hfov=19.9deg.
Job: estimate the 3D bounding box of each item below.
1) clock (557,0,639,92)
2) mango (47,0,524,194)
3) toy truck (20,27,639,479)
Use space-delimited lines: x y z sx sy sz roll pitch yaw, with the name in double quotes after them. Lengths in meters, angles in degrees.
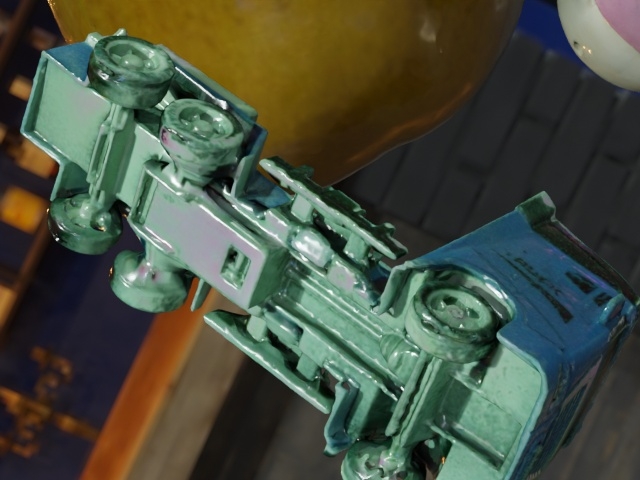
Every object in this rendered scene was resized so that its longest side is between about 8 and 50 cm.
0.169 -0.122 0.745 0.103 0.231 0.144 -46 54 51 "clock"
-0.030 -0.207 0.837 0.264 0.221 0.378 4 -109 -69 "mango"
0.000 0.000 0.493 0.081 0.175 0.067 -27 -34 -49 "toy truck"
